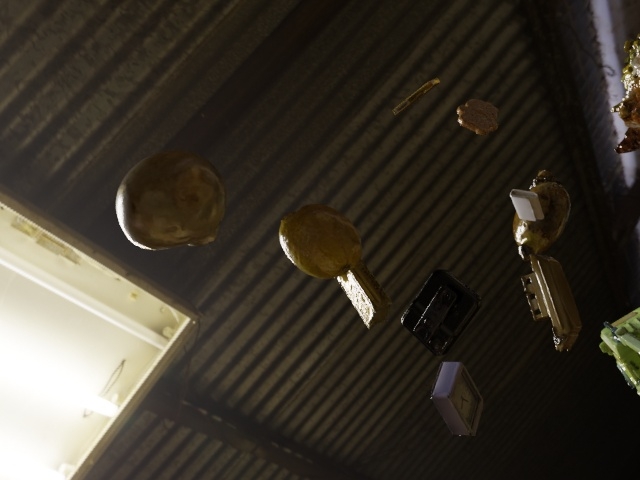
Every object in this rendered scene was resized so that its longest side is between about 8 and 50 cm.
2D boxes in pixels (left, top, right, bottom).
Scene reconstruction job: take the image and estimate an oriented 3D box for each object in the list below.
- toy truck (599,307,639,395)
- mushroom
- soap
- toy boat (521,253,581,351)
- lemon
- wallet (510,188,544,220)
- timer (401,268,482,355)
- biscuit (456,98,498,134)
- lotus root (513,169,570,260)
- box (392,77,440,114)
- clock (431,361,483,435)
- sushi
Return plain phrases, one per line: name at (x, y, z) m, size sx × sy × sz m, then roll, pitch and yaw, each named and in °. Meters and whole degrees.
toy truck at (0.352, 0.131, 0.516) m, size 0.077 × 0.169 × 0.100 m, roll -36°, pitch -76°, yaw 16°
mushroom at (-0.386, -0.082, 1.380) m, size 0.297 × 0.297 × 0.290 m, roll -32°, pitch -35°, yaw -12°
soap at (0.143, 0.169, 1.720) m, size 0.076 × 0.233 × 0.135 m, roll -22°, pitch -33°, yaw -22°
toy boat at (0.458, 0.121, 1.021) m, size 0.057 × 0.201 × 0.077 m, roll 7°, pitch -27°, yaw -36°
lemon at (0.000, 0.000, 1.226) m, size 0.170 × 0.207 × 0.170 m, roll -44°, pitch -15°, yaw -15°
wallet at (0.490, -0.082, 1.207) m, size 0.122 × 0.061 × 0.025 m, roll 40°, pitch -115°, yaw -52°
timer at (0.295, 0.177, 1.266) m, size 0.055 × 0.144 × 0.187 m, roll 3°, pitch -57°, yaw -49°
biscuit at (0.486, -0.386, 1.581) m, size 0.133 × 0.184 × 0.027 m, roll 20°, pitch -44°, yaw -1°
lotus root at (0.674, -0.065, 1.560) m, size 0.169 × 0.141 × 0.314 m, roll 99°, pitch -164°, yaw -69°
box at (0.311, -0.466, 1.652) m, size 0.156 × 0.022 × 0.089 m, roll -34°, pitch 4°, yaw 34°
clock at (0.425, 0.488, 1.576) m, size 0.193 × 0.073 × 0.145 m, roll 58°, pitch -137°, yaw -21°
sushi at (0.766, -0.357, 1.191) m, size 0.167 × 0.179 × 0.296 m, roll -46°, pitch -46°, yaw -15°
